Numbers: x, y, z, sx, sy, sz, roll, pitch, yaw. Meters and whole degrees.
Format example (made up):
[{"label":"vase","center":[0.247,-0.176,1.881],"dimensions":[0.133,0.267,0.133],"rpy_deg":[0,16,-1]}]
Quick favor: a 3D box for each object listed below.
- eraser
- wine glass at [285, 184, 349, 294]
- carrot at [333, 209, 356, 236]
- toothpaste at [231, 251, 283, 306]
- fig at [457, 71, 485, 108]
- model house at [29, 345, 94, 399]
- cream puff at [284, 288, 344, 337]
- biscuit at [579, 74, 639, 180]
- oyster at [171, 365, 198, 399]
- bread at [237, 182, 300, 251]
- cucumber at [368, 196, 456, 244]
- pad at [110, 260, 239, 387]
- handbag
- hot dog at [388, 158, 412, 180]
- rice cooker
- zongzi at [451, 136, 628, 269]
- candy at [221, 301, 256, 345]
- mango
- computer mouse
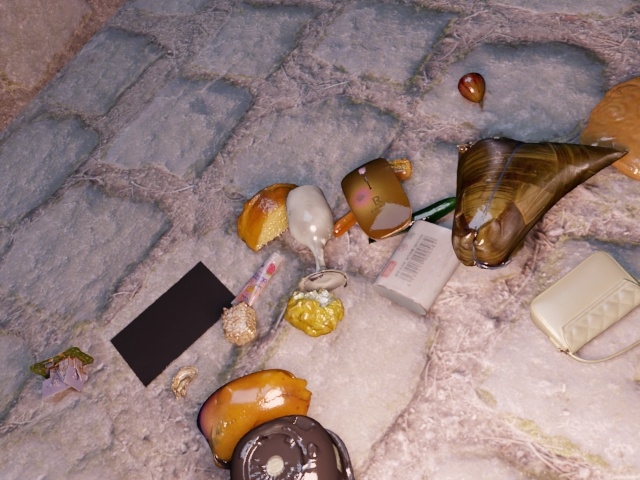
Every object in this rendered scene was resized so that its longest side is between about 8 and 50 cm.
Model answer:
[{"label":"eraser","center":[0.265,0.068,1.777],"dimensions":[0.174,0.081,0.227],"rpy_deg":[24,66,32]},{"label":"wine glass","center":[-0.017,-0.005,1.904],"dimensions":[0.143,0.143,0.321],"rpy_deg":[-18,57,12]},{"label":"carrot","center":[0.123,-0.094,2.000],"dimensions":[0.248,0.043,0.043],"rpy_deg":[-41,48,-12]},{"label":"toothpaste","center":[-0.182,0.120,1.979],"dimensions":[0.067,0.043,0.194],"rpy_deg":[27,75,35]},{"label":"fig","center":[0.482,-0.460,2.104],"dimensions":[0.089,0.089,0.125],"rpy_deg":[-23,75,8]},{"label":"model house","center":[-0.757,0.398,1.983],"dimensions":[0.167,0.117,0.088],"rpy_deg":[-23,51,3]},{"label":"cream puff","center":[-0.014,0.194,1.774],"dimensions":[0.156,0.156,0.121],"rpy_deg":[25,104,37]},{"label":"biscuit","center":[0.909,-0.319,1.789],"dimensions":[0.385,0.062,0.365],"rpy_deg":[-47,48,-14]},{"label":"oyster","center":[-0.374,0.393,1.869],"dimensions":[0.083,0.038,0.081],"rpy_deg":[-14,71,-22]},{"label":"bread","center":[-0.152,-0.093,2.067],"dimensions":[0.260,0.134,0.129],"rpy_deg":[-38,49,-6]},{"label":"cucumber","center":[0.261,-0.055,1.894],"dimensions":[0.284,0.056,0.056],"rpy_deg":[-24,48,9]},{"label":"pad","center":[-0.440,0.242,2.026],"dimensions":[0.367,0.007,0.247],"rpy_deg":[-43,48,-11]},{"label":"handbag","center":[0.628,0.165,1.537],"dimensions":[0.256,0.079,0.219],"rpy_deg":[-36,58,-4]},{"label":"hot dog","center":[0.201,-0.208,2.049],"dimensions":[0.165,0.045,0.071],"rpy_deg":[-8,49,22]},{"label":"rice cooker","center":[-0.061,0.517,1.479],"dimensions":[0.267,0.224,0.267],"rpy_deg":[-12,51,15]},{"label":"zongzi","center":[0.549,-0.100,1.687],"dimensions":[0.432,0.208,0.403],"rpy_deg":[0,46,19]},{"label":"candy","center":[-0.226,0.230,1.883],"dimensions":[0.095,0.085,0.110],"rpy_deg":[-30,51,14]},{"label":"mango","center":[-0.157,0.416,1.634],"dimensions":[0.287,0.201,0.152],"rpy_deg":[-24,27,-8]},{"label":"computer mouse","center":[0.156,-0.129,1.927],"dimensions":[0.158,0.072,0.310],"rpy_deg":[-28,45,8]}]
